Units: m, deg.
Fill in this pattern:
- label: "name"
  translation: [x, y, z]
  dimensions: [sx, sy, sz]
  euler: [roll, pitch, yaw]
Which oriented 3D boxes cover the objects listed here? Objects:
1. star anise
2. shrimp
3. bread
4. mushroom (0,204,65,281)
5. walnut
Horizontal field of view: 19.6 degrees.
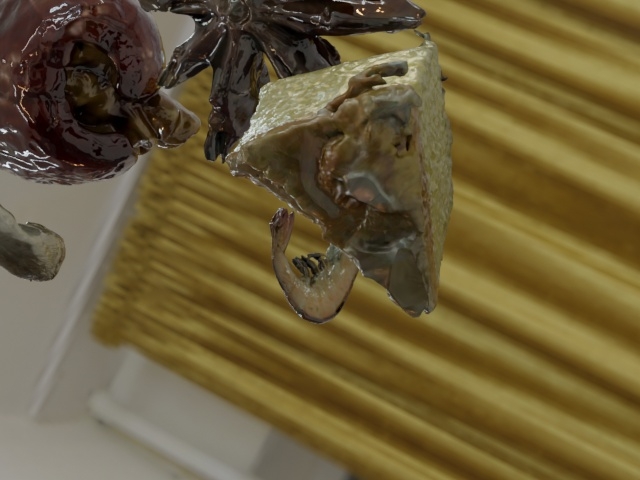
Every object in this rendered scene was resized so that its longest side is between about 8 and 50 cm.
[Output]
- label: "star anise"
  translation: [-0.051, -0.182, 1.386]
  dimensions: [0.088, 0.288, 0.288]
  euler: [-30, -43, -57]
- label: "shrimp"
  translation: [-0.001, 0.000, 1.922]
  dimensions: [0.124, 0.034, 0.178]
  euler: [47, -128, -24]
- label: "bread"
  translation: [0.028, -0.038, 1.113]
  dimensions: [0.147, 0.127, 0.152]
  euler: [-68, -41, -63]
- label: "mushroom"
  translation: [-0.307, -0.021, 1.693]
  dimensions: [0.059, 0.054, 0.202]
  euler: [-28, -36, 17]
- label: "walnut"
  translation: [-0.234, -0.147, 1.838]
  dimensions: [0.244, 0.269, 0.222]
  euler: [32, -91, -27]
